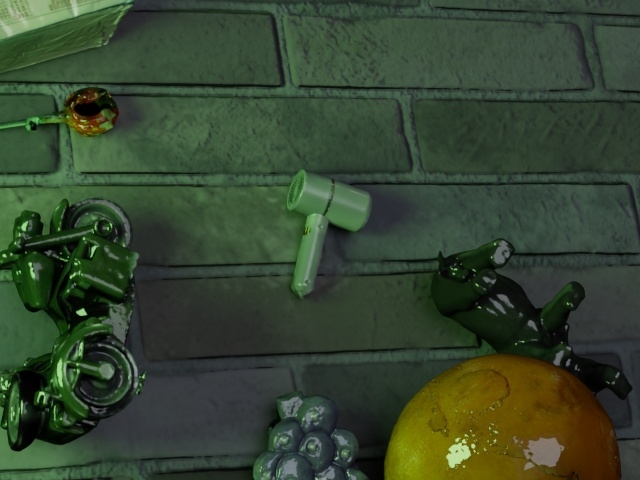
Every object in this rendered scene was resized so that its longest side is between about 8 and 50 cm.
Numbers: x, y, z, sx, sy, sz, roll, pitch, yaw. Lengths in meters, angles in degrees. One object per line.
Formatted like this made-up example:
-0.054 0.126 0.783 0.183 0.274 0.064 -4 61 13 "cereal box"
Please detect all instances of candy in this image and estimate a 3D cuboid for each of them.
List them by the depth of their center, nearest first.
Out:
-0.292 -0.119 1.947 0.185 0.049 0.055 -11 45 -19 "candy"

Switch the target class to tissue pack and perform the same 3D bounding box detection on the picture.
-0.323 -0.290 1.940 0.185 0.124 0.225 -21 81 -29 "tissue pack"

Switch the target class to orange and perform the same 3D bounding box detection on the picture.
0.182 0.229 1.918 0.240 0.240 0.240 8 68 -22 "orange"

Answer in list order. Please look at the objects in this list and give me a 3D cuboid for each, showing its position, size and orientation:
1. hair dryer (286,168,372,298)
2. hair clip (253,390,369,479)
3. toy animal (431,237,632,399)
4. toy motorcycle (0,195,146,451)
0.000 0.000 2.032 0.082 0.047 0.137 20 70 -18 "hair dryer"
-0.011 0.249 1.940 0.124 0.052 0.195 -17 87 -19 "hair clip"
0.223 0.087 2.042 0.114 0.146 0.245 -41 90 -24 "toy animal"
-0.235 0.071 1.808 0.127 0.205 0.275 14 72 -18 "toy motorcycle"
